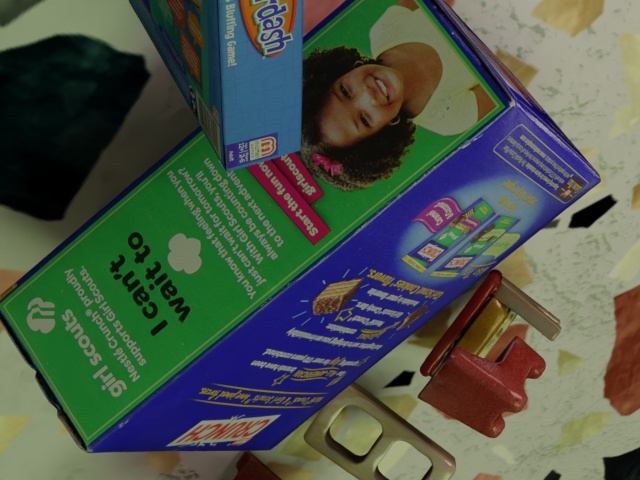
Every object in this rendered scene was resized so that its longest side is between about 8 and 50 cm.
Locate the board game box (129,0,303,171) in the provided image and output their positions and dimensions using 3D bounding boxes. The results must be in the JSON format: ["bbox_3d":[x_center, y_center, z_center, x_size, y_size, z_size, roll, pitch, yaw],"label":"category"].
[{"bbox_3d":[-0.059,-0.164,0.689,0.047,0.160,0.210,-18,140,-17],"label":"board game box"}]

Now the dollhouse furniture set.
[{"bbox_3d":[0.022,0.175,1.082,0.374,0.152,0.201,-55,175,7],"label":"dollhouse furniture set"}]

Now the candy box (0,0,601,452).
[{"bbox_3d":[0.000,0.000,0.881,0.317,0.122,0.268,-41,161,11],"label":"candy box"}]
